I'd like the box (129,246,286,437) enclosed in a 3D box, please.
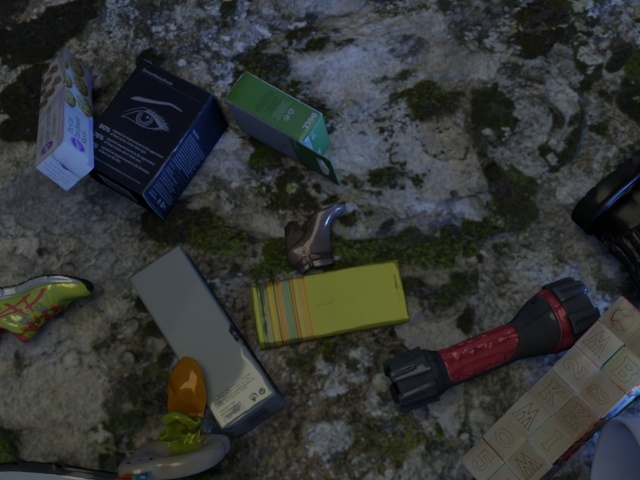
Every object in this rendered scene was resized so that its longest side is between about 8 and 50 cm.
[{"bbox_3d":[-0.167,0.151,1.230,0.094,0.113,0.275,-34,71,-5],"label":"box"}]

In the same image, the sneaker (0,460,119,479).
[{"bbox_3d":[-0.299,0.447,1.110,0.447,0.169,0.258,6,69,7],"label":"sneaker"}]

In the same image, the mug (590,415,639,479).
[{"bbox_3d":[0.522,0.321,1.010,0.327,0.276,0.374,2,40,3],"label":"mug"}]

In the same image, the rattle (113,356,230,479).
[{"bbox_3d":[-0.208,0.248,1.056,0.130,0.199,0.143,15,103,35],"label":"rattle"}]

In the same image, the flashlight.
[{"bbox_3d":[0.241,0.149,1.171,0.304,0.103,0.103,-20,103,-5],"label":"flashlight"}]

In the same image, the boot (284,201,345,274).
[{"bbox_3d":[0.000,0.000,1.301,0.118,0.042,0.087,-25,75,0],"label":"boot"}]

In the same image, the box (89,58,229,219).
[{"bbox_3d":[-0.275,-0.168,1.360,0.153,0.108,0.207,30,76,17],"label":"box"}]

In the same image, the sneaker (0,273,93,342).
[{"bbox_3d":[-0.454,0.112,1.308,0.208,0.081,0.094,-15,76,9],"label":"sneaker"}]

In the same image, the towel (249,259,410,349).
[{"bbox_3d":[0.013,0.099,1.273,0.237,0.021,0.102,-11,75,3],"label":"towel"}]

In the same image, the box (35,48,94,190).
[{"bbox_3d":[-0.411,-0.204,1.332,0.063,0.067,0.324,-38,37,14],"label":"box"}]

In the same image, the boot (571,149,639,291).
[{"bbox_3d":[0.569,-0.043,1.180,0.348,0.131,0.260,-41,63,4],"label":"boot"}]

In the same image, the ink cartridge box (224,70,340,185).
[{"bbox_3d":[-0.045,-0.179,1.331,0.209,0.109,0.062,31,78,17],"label":"ink cartridge box"}]

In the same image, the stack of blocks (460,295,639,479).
[{"bbox_3d":[0.337,0.218,1.096,0.297,0.171,0.087,-48,64,9],"label":"stack of blocks"}]
